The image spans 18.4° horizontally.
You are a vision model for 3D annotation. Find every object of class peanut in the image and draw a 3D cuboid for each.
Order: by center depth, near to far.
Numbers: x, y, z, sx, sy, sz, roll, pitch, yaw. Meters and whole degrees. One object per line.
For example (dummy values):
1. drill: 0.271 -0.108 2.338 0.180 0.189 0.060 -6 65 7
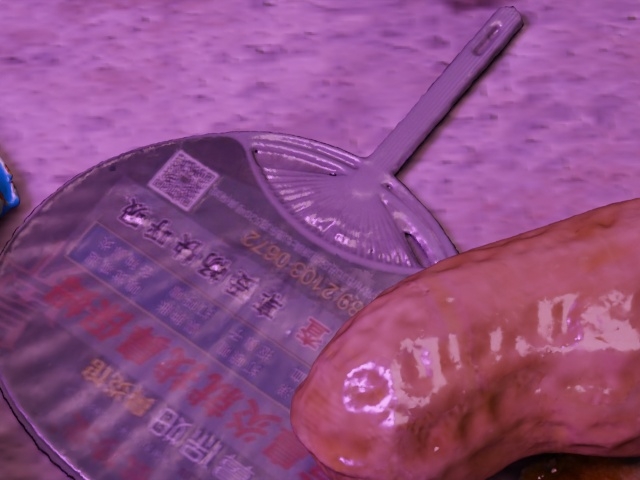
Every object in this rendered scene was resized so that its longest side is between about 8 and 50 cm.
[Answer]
1. peanut: 0.096 0.045 0.806 0.226 0.095 0.108 -16 37 -15

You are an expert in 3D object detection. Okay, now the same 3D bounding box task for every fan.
1. fan: -0.034 0.005 0.890 0.223 0.012 0.294 7 62 6

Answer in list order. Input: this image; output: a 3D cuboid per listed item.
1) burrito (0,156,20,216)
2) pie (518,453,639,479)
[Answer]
1. burrito: -0.220 -0.112 0.913 0.054 0.104 0.288 -40 79 27
2. pie: 0.116 0.122 0.819 0.084 0.020 0.084 -1 62 1
